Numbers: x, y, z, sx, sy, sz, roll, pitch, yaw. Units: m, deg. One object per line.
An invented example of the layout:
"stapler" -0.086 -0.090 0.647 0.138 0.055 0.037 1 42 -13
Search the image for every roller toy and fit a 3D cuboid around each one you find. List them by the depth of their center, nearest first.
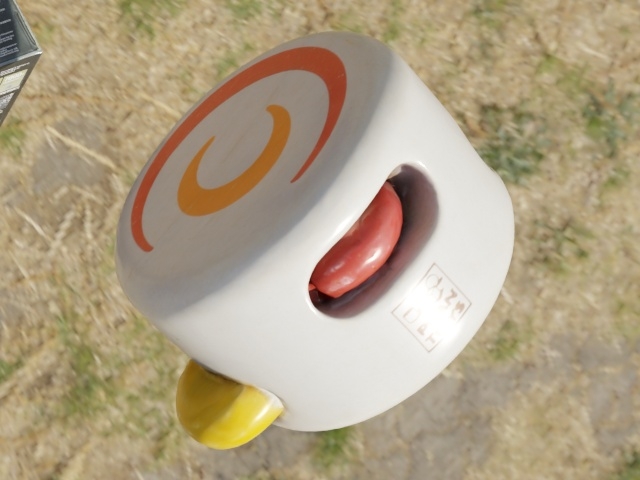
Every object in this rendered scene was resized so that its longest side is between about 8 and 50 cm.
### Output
"roller toy" 0.000 0.000 0.809 0.191 0.209 0.146 -24 126 30

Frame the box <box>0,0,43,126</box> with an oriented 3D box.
"box" -0.300 -0.102 1.018 0.180 0.147 0.078 -26 83 -30
